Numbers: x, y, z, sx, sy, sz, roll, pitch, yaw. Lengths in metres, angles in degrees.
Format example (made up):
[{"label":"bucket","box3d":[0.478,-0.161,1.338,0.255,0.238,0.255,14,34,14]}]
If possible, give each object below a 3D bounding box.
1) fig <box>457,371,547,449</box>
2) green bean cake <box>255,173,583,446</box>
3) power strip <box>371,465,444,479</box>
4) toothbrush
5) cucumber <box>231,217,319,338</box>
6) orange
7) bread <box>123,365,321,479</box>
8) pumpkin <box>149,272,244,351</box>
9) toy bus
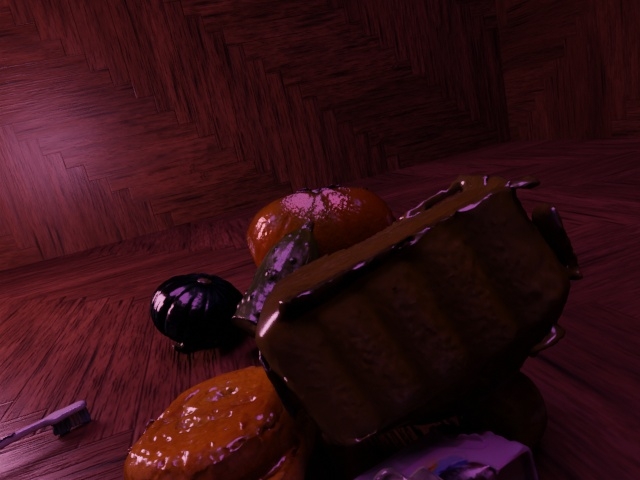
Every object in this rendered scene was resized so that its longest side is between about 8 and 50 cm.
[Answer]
[{"label":"fig","box3d":[0.209,0.169,0.545,0.093,0.093,0.166,-5,19,26]},{"label":"green bean cake","box3d":[0.104,0.073,0.534,0.310,0.202,0.285,-31,5,8]},{"label":"power strip","box3d":[0.132,0.233,0.254,0.272,0.052,0.078,29,40,33]},{"label":"toothbrush","box3d":[-0.522,0.331,0.659,0.386,0.040,0.040,-23,17,-34]},{"label":"cucumber","box3d":[-0.062,0.068,0.871,0.134,0.134,0.244,1,60,44]},{"label":"orange","box3d":[-0.001,0.004,1.053,0.310,0.274,0.274,19,23,13]},{"label":"bread","box3d":[-0.101,0.230,0.515,0.198,0.120,0.236,-19,9,14]},{"label":"pumpkin","box3d":[-0.237,0.137,0.940,0.194,0.150,0.194,-6,24,3]},{"label":"toy bus","box3d":[0.053,0.247,0.387,0.274,0.090,0.112,-18,8,-26]}]
